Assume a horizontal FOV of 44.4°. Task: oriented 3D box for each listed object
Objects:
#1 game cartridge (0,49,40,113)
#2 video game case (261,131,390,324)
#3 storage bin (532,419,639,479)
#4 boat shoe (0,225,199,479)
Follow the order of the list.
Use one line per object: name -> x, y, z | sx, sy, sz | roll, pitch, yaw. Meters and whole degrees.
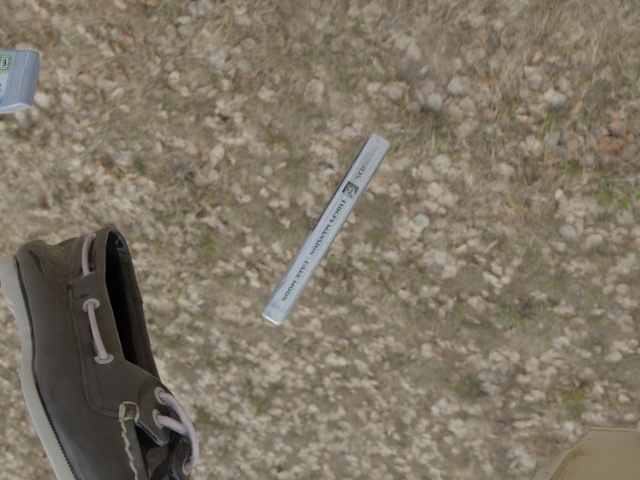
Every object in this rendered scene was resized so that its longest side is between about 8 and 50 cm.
game cartridge -> -0.286, -0.140, 0.691 | 0.083, 0.017, 0.056 | 6, 87, 24
video game case -> 0.000, 0.000, 0.710 | 0.022, 0.173, 0.190 | 31, 172, 1
storage bin -> 0.267, 0.260, 0.454 | 0.260, 0.123, 0.262 | -2, 107, 50
boat shoe -> -0.134, 0.085, 0.514 | 0.095, 0.335, 0.112 | -28, 130, -14
